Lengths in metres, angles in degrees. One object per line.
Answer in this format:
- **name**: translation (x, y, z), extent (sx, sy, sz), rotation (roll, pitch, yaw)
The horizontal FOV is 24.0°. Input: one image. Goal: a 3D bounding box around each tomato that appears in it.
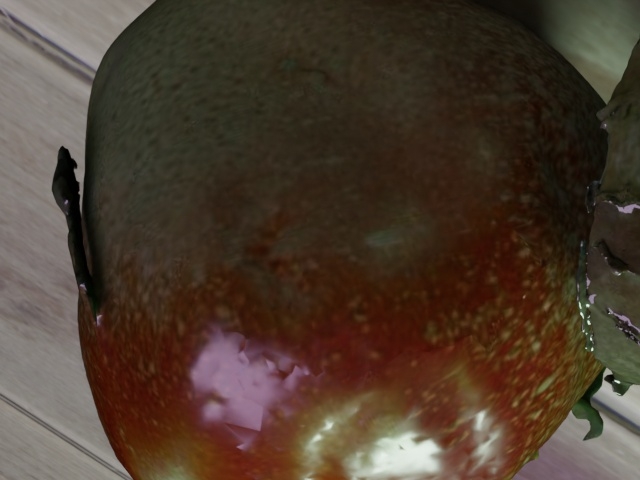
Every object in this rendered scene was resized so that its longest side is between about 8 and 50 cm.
- **tomato**: translation (0.000, 0.000, 0.746), extent (0.304, 0.303, 0.239), rotation (13, 153, 29)

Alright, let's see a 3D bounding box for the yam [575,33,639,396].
- **yam**: translation (0.260, -0.012, 0.608), extent (0.300, 0.195, 0.195), rotation (5, 138, 36)
